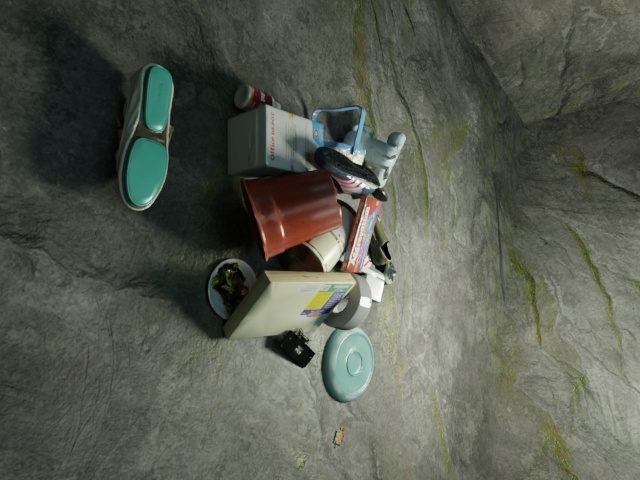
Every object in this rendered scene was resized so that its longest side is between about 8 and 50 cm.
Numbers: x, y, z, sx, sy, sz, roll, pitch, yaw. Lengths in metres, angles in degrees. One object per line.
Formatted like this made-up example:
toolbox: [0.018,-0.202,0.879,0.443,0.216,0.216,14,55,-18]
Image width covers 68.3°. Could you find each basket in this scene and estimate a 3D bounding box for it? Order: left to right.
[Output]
basket: [0.050,-0.358,1.775,0.201,0.255,0.288,10,90,-44]

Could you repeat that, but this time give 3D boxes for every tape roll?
tape roll: [0.085,0.224,1.772,0.072,0.219,0.219,24,69,-44]

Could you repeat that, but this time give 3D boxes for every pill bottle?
pill bottle: [-0.214,-0.472,1.620,0.152,0.086,0.086,12,77,-47]

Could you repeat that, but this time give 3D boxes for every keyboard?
keyboard: [-0.082,0.379,1.699,0.100,0.038,0.192,-48,135,-14]

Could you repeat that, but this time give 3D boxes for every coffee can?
coffee can: [0.000,0.000,1.716,0.275,0.202,0.201,-48,120,-40]

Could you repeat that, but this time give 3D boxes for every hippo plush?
hippo plush: [0.202,-0.366,2.001,0.237,0.234,0.294,25,38,4]

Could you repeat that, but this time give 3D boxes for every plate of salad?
plate of salad: [-0.272,0.157,1.514,0.200,0.048,0.199,6,82,-47]

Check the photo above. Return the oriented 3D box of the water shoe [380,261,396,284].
water shoe: [0.287,0.147,2.120,0.072,0.080,0.203,63,19,-4]

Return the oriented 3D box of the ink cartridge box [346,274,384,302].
ink cartridge box: [0.178,0.204,1.946,0.090,0.143,0.092,24,67,-25]

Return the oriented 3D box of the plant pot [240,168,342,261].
plant pot: [-0.088,-0.098,1.501,0.265,0.272,0.272,-16,100,-11]

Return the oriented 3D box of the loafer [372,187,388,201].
loafer: [0.258,-0.243,2.137,0.170,0.062,0.061,48,49,-35]

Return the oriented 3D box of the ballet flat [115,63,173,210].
ballet flat: [-0.484,-0.274,1.271,0.139,0.139,0.399,13,81,-46]

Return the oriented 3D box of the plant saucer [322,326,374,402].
plant saucer: [0.127,0.498,1.921,0.318,0.044,0.317,7,81,-48]

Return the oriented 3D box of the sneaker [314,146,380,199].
sneaker: [0.071,-0.215,1.630,0.319,0.131,0.112,21,43,-43]

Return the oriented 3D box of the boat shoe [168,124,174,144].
boat shoe: [-0.452,-0.268,1.359,0.048,0.056,0.152,14,68,-42]

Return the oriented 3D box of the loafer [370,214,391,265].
loafer: [0.268,-0.010,2.098,0.094,0.087,0.251,-24,104,-47]

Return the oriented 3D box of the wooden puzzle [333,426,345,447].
wooden puzzle: [0.073,0.775,1.856,0.049,0.006,0.083,38,59,-39]

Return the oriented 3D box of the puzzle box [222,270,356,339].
puzzle box: [-0.093,0.213,1.571,0.409,0.272,0.052,7,39,-48]

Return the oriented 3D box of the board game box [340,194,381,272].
board game box: [0.151,-0.020,1.734,0.145,0.027,0.281,9,98,-61]

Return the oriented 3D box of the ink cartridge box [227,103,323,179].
ink cartridge box: [-0.149,-0.309,1.590,0.270,0.197,0.198,5,83,-48]

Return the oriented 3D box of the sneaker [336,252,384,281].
sneaker: [0.173,0.053,1.959,0.296,0.124,0.178,30,72,-35]
